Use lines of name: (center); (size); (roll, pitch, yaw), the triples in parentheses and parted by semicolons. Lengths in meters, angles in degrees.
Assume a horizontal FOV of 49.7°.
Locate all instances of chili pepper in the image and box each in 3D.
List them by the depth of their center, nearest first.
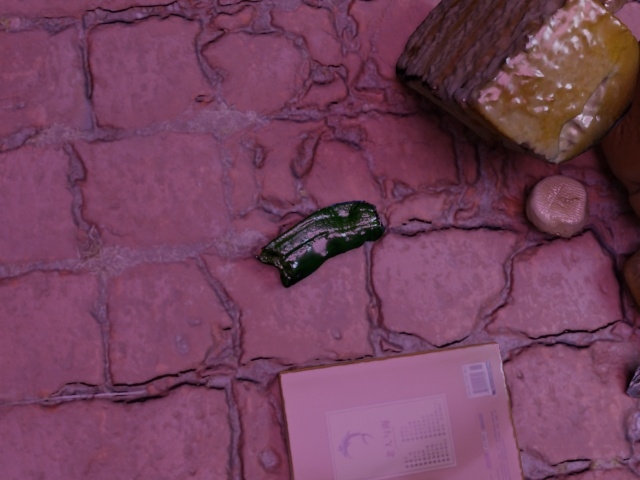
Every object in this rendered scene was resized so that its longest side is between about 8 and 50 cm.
chili pepper: (0.000, 0.000, 1.181); (0.224, 0.061, 0.098); (-26, 88, -6)

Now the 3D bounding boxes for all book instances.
book: (0.135, 0.326, 1.153); (0.388, 0.032, 0.269); (-6, 80, -5)

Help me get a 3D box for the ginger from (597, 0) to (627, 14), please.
ginger: (0.628, -0.547, 1.302); (0.333, 0.081, 0.148); (-27, 88, -7)

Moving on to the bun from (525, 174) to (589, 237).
bun: (0.417, -0.057, 1.215); (0.115, 0.069, 0.115); (-1, 61, 2)

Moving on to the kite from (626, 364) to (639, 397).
kite: (0.648, 0.249, 1.179); (0.229, 0.016, 0.127); (17, 125, -6)

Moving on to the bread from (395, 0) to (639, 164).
bread: (0.322, -0.271, 1.140); (0.264, 0.395, 0.239); (32, 99, -23)

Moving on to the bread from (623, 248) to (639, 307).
bread: (0.633, 0.103, 1.185); (0.140, 0.106, 0.236); (-36, 85, -10)

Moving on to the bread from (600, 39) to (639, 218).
bread: (0.623, -0.197, 1.096); (0.252, 0.376, 0.348); (-10, 81, -6)
